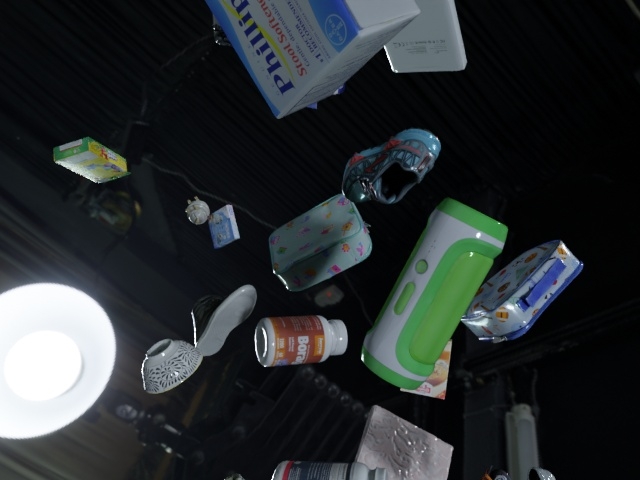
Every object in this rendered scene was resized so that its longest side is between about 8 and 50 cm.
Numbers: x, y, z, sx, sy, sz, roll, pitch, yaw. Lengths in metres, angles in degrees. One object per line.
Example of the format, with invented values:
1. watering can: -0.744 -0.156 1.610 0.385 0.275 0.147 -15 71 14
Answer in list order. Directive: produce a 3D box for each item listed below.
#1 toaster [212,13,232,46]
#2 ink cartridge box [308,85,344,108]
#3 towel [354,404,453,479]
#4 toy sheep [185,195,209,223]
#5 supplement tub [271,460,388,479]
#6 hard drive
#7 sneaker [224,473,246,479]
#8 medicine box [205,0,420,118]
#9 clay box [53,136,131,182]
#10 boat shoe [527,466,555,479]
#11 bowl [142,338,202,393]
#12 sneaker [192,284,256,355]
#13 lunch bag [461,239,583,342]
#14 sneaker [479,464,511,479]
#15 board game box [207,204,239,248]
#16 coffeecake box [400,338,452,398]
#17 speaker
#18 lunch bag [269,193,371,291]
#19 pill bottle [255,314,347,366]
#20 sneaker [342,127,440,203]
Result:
1. toaster: -0.227 -0.648 1.514 0.129 0.227 0.146 -17 -100 49
2. ink cartridge box: -0.042 -0.629 1.676 0.151 0.270 0.395 -55 155 -67
3. towel: 0.291 0.784 1.842 0.317 0.332 0.053 -58 174 -49
4. toy sheep: -0.446 -0.104 1.894 0.091 0.091 0.132 -39 -150 24
5. supplement tub: 0.025 0.633 1.249 0.272 0.191 0.191 -3 -147 11
6. hard drive: 0.231 -0.546 1.276 0.203 0.307 0.040 10 -118 32
7. sneaker: -0.230 0.646 1.020 0.158 0.182 0.410 -15 -154 32
8. medicine box: -0.029 -0.394 0.864 0.149 0.263 0.289 -34 -175 -33
9. clay box: -0.727 -0.253 1.678 0.127 0.053 0.222 -14 166 10
10. boat shoe: 0.596 0.731 1.407 0.079 0.081 0.227 -43 -153 44
11. bowl: -0.402 0.311 1.363 0.170 0.080 0.170 -21 -158 9
12. sneaker: -0.288 0.188 1.489 0.296 0.104 0.147 -51 -135 30
13. lunch bag: 0.506 0.136 1.319 0.303 0.115 0.243 -42 178 -19
14. sneaker: 0.438 0.678 1.399 0.180 0.321 0.124 -40 -120 -16
15. board game box: -0.252 -0.034 1.343 0.090 0.090 0.020 -23 167 39
16. coffeecake box: 0.346 0.406 1.701 0.068 0.142 0.185 12 86 -74
17. speaker: 0.179 0.085 0.839 0.296 0.131 0.131 -63 -163 9
18. lunch bag: 0.000 0.000 1.423 0.279 0.108 0.224 -27 -145 7
19. pill bottle: -0.047 0.251 1.322 0.121 0.216 0.121 -179 -90 -66
20. sneaker: 0.118 -0.126 1.043 0.262 0.104 0.125 -30 -150 52
